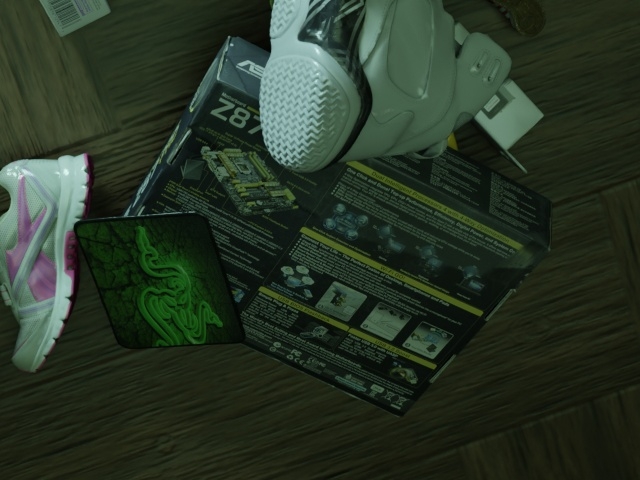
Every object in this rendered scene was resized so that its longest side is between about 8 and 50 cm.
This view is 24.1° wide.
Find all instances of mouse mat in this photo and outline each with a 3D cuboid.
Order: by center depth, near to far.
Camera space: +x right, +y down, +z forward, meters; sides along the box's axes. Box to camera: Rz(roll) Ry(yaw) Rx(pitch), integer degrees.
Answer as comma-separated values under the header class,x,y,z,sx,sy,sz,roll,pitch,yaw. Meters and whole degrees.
class,x,y,z,sx,sy,sz,roll,pitch,yaw
mouse mat,-0.172,0.046,1.621,0.153,0.007,0.189,-4,130,14

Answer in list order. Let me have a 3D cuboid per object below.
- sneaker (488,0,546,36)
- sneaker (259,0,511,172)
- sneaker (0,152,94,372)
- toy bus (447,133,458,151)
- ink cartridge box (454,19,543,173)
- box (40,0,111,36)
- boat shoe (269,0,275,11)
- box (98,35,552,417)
class,x,y,z,sx,sy,sz,roll,pitch,yaw
sneaker,0.203,-0.274,1.672,0.042,0.067,0.118,-50,135,5
sneaker,0.075,-0.238,1.417,0.210,0.137,0.365,1,111,-34
sneaker,-0.321,0.020,1.653,0.111,0.103,0.252,9,97,-6
toy bus,0.054,-0.101,1.660,0.191,0.104,0.202,24,100,-13
ink cartridge box,0.179,-0.164,1.660,0.060,0.104,0.180,-44,106,4
box,-0.308,-0.354,1.503,0.067,0.063,0.324,-28,130,-2
boat shoe,-0.020,-0.343,1.585,0.109,0.091,0.305,-9,101,-1
box,0.000,0.000,1.618,0.395,0.097,0.318,26,131,-12
